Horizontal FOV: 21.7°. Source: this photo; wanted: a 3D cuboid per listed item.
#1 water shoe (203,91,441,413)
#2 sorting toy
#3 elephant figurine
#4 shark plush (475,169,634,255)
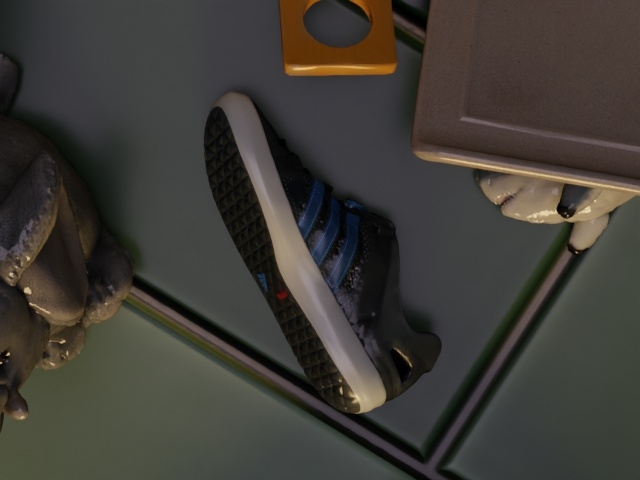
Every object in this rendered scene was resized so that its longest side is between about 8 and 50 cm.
[{"bbox_3d":[0.000,0.000,0.982,0.080,0.073,0.203,-27,96,-23],"label":"water shoe"},{"bbox_3d":[0.147,-0.109,0.941,0.347,0.047,0.196,10,64,-1],"label":"sorting toy"},{"bbox_3d":[-0.185,0.022,0.888,0.186,0.239,0.169,44,95,-4],"label":"elephant figurine"},{"bbox_3d":[0.171,-0.065,0.973,0.161,0.073,0.067,-43,65,9],"label":"shark plush"}]
